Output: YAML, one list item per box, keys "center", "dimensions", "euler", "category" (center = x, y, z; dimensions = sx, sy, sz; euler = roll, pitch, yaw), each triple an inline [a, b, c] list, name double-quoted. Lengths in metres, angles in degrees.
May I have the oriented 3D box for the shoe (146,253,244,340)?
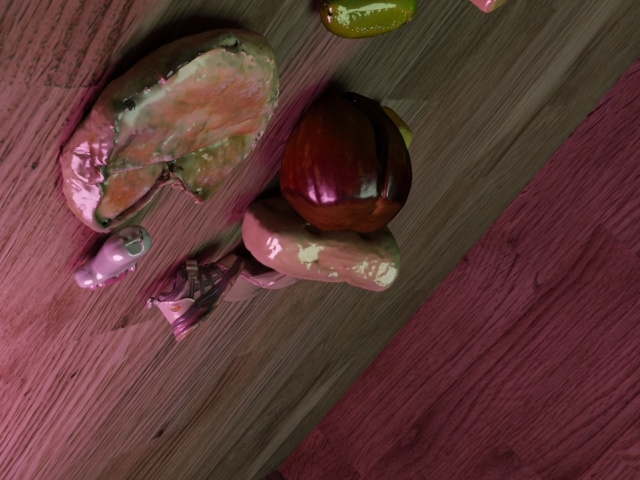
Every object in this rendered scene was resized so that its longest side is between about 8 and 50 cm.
- center: [-0.206, 0.079, 1.677]
  dimensions: [0.180, 0.092, 0.089]
  euler: [-51, -178, -30]
  category: "shoe"

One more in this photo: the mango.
- center: [0.061, -0.321, 1.371]
  dimensions: [0.165, 0.074, 0.091]
  euler: [-11, 151, -41]
  category: "mango"

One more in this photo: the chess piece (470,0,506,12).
- center: [0.165, -0.366, 1.273]
  dimensions: [0.090, 0.200, 0.090]
  euler: [-40, 164, -14]
  category: "chess piece"

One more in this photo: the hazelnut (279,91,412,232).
- center: [0.034, -0.122, 1.592]
  dimensions: [0.218, 0.218, 0.234]
  euler: [-44, 161, -2]
  category: "hazelnut"

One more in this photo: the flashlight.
- center: [-0.270, 0.024, 1.349]
  dimensions: [0.093, 0.047, 0.200]
  euler: [-28, 180, -27]
  category: "flashlight"

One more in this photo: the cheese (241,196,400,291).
- center: [0.000, -0.002, 1.686]
  dimensions: [0.159, 0.263, 0.093]
  euler: [-109, -148, -61]
  category: "cheese"

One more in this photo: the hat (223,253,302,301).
- center: [-0.071, 0.056, 1.871]
  dimensions: [0.214, 0.149, 0.244]
  euler: [-36, 151, -25]
  category: "hat"

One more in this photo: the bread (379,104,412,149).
- center: [0.052, -0.129, 1.774]
  dimensions: [0.245, 0.094, 0.102]
  euler: [-50, 153, 16]
  category: "bread"

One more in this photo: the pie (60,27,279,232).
- center: [-0.170, -0.142, 1.253]
  dimensions: [0.337, 0.075, 0.337]
  euler: [-39, 161, -16]
  category: "pie"
